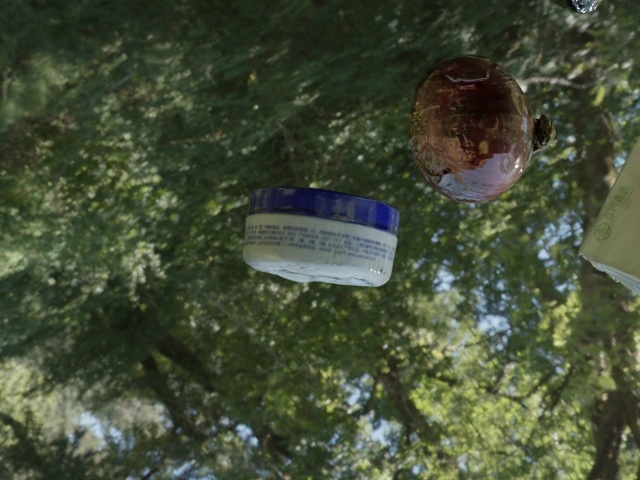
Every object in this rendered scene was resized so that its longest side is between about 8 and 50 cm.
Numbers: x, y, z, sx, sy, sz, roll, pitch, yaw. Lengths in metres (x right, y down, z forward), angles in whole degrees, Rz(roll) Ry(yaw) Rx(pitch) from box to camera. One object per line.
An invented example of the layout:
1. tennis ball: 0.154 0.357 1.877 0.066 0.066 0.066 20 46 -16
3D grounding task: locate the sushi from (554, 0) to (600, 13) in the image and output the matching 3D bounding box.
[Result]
1. sushi: 0.476 -0.543 1.409 0.136 0.225 0.126 -46 -129 5

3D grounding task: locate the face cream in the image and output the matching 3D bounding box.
1. face cream: 0.000 0.000 0.985 0.206 0.206 0.111 -7 -105 61

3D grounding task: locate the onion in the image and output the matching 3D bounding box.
1. onion: 0.344 -0.260 1.701 0.354 0.353 0.353 -33 -165 10

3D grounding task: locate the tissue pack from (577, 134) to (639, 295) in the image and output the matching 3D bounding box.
1. tissue pack: 0.551 -0.071 1.007 0.194 0.266 0.356 33 -84 49
